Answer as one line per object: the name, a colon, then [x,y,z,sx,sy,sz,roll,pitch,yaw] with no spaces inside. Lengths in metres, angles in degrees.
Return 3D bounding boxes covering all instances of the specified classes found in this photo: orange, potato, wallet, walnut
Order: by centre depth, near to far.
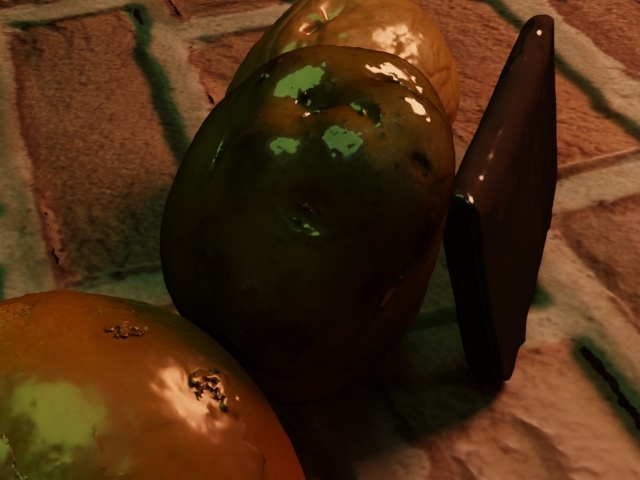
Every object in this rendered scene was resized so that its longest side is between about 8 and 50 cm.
orange: [-0.124,0.146,0.656,0.246,0.246,0.246,-3,33,2]
potato: [0.000,0.000,0.818,0.176,0.369,0.195,-12,75,1]
wallet: [0.144,-0.040,0.987,0.042,0.165,0.309,3,34,18]
walnut: [0.020,-0.119,1.119,0.193,0.193,0.225,7,38,18]
